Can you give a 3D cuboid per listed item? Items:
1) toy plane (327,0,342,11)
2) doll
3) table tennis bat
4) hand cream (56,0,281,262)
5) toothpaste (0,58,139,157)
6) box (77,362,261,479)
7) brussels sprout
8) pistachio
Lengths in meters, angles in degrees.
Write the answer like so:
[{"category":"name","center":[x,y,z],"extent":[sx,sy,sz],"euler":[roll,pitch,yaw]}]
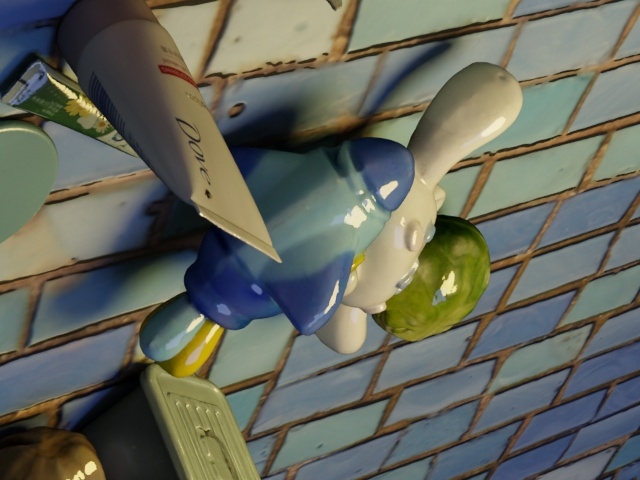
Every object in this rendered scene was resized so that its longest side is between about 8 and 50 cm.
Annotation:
[{"category":"toy plane","center":[0.122,-0.285,1.535],"extent":[0.286,0.092,0.108],"euler":[-25,174,-25]},{"category":"doll","center":[0.006,0.004,1.710],"extent":[0.366,0.187,0.376],"euler":[-16,128,-46]},{"category":"table tennis bat","center":[-0.325,-0.024,1.457],"extent":[0.244,0.040,0.153],"euler":[-24,148,-30]},{"category":"hand cream","center":[-0.120,-0.090,1.367],"extent":[0.083,0.248,0.133],"euler":[-41,153,12]},{"category":"toothpaste","center":[-0.193,-0.105,1.491],"extent":[0.049,0.031,0.204],"euler":[-46,149,12]},{"category":"box","center":[-0.157,0.268,1.879],"extent":[0.135,0.243,0.163],"euler":[-34,155,18]},{"category":"brussels sprout","center":[0.123,0.042,1.945],"extent":[0.155,0.117,0.155],"euler":[-62,-178,3]},{"category":"pistachio","center":[-0.299,0.264,1.814],"extent":[0.124,0.124,0.185],"euler":[-6,145,-44]}]
